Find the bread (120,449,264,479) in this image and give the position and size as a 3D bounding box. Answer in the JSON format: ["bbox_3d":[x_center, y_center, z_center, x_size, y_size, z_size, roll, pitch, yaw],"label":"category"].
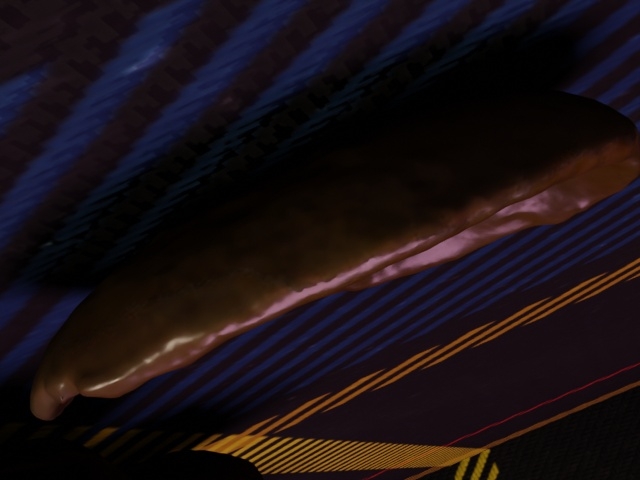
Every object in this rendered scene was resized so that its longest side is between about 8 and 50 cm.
[{"bbox_3d":[-0.105,0.276,0.885,0.312,0.312,0.172,-30,123,30],"label":"bread"}]

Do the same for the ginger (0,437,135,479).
[{"bbox_3d":[-0.175,0.213,0.679,0.357,0.152,0.274,-29,-166,36],"label":"ginger"}]

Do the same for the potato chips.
[{"bbox_3d":[0.000,0.000,0.452,0.201,0.049,0.150,-27,172,12],"label":"potato chips"}]
